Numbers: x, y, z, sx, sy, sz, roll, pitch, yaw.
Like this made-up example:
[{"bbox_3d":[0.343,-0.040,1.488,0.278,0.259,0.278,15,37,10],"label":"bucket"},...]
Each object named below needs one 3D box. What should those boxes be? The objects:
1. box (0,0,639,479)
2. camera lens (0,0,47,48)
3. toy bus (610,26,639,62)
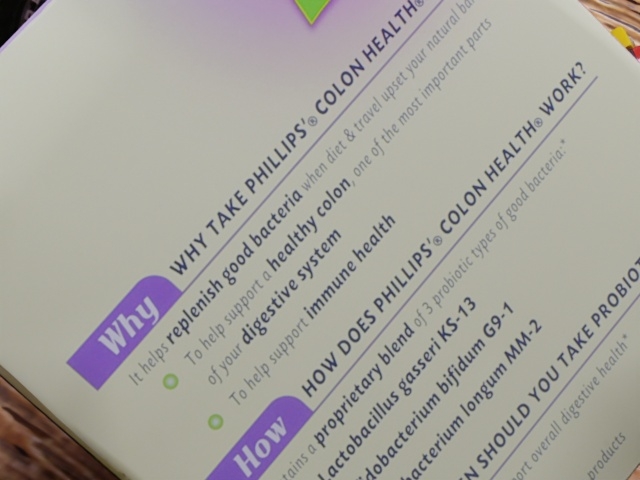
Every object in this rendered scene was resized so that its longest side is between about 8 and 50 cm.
[{"bbox_3d":[0.000,0.000,0.519,0.243,0.117,0.213,43,78,-11],"label":"box"},{"bbox_3d":[-0.037,-0.142,0.733,0.219,0.219,0.274,13,40,-2],"label":"camera lens"},{"bbox_3d":[0.149,-0.005,0.725,0.191,0.104,0.202,13,64,45],"label":"toy bus"}]
